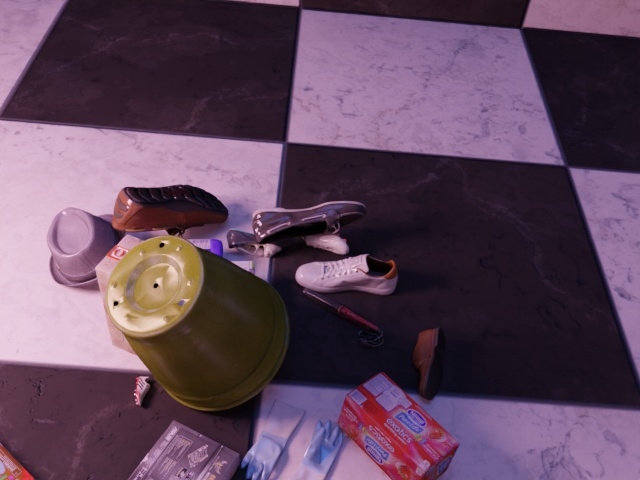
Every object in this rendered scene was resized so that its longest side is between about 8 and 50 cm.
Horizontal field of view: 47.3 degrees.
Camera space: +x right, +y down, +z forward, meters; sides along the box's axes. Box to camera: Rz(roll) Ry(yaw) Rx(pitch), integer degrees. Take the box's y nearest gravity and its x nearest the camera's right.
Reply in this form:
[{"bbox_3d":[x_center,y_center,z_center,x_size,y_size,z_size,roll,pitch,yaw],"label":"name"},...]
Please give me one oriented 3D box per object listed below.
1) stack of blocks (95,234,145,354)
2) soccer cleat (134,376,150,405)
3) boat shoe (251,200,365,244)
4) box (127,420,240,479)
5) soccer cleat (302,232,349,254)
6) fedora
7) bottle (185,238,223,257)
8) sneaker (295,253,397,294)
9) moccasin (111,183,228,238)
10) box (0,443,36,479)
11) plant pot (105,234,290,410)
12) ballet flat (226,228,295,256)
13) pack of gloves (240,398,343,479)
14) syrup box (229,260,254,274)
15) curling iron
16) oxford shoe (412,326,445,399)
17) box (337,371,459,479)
[{"bbox_3d":[-0.457,0.128,1.833,0.087,0.297,0.171,20,47,14],"label":"stack of blocks"},{"bbox_3d":[-0.434,0.366,1.786,0.036,0.029,0.083,-6,41,-6],"label":"soccer cleat"},{"bbox_3d":[-0.030,-0.043,2.115,0.335,0.112,0.095,-5,62,-6],"label":"boat shoe"},{"bbox_3d":[-0.313,0.533,1.610,0.183,0.056,0.231,23,47,15],"label":"box"},{"bbox_3d":[0.000,0.000,2.187,0.196,0.068,0.076,31,54,32],"label":"soccer cleat"},{"bbox_3d":[-0.666,-0.003,2.014,0.244,0.124,0.275,-28,47,0],"label":"fedora"},{"bbox_3d":[-0.416,0.054,2.059,0.283,0.092,0.118,-1,49,-8],"label":"bottle"},{"bbox_3d":[0.076,0.078,2.072,0.290,0.123,0.105,2,46,-3],"label":"sneaker"},{"bbox_3d":[-0.427,-0.073,2.119,0.139,0.147,0.380,44,29,24],"label":"moccasin"},{"bbox_3d":[-0.747,0.531,1.560,0.293,0.057,0.201,32,50,24],"label":"box"},{"bbox_3d":[-0.301,0.169,1.679,0.367,0.353,0.366,-8,62,15],"label":"plant pot"},{"bbox_3d":[-0.178,0.014,2.154,0.203,0.074,0.074,8,44,-7],"label":"ballet flat"},{"bbox_3d":[-0.062,0.483,1.699,0.195,0.046,0.232,19,46,12],"label":"pack of gloves"},{"bbox_3d":[-0.223,0.170,1.963,0.096,0.093,0.236,0,45,-7],"label":"syrup box"},{"bbox_3d":[0.058,0.204,2.002,0.274,0.035,0.068,35,51,26],"label":"curling iron"},{"bbox_3d":[0.274,0.323,1.897,0.076,0.076,0.212,-11,40,27],"label":"oxford shoe"},{"bbox_3d":[0.176,0.448,1.698,0.128,0.122,0.257,-26,53,-37],"label":"box"}]
